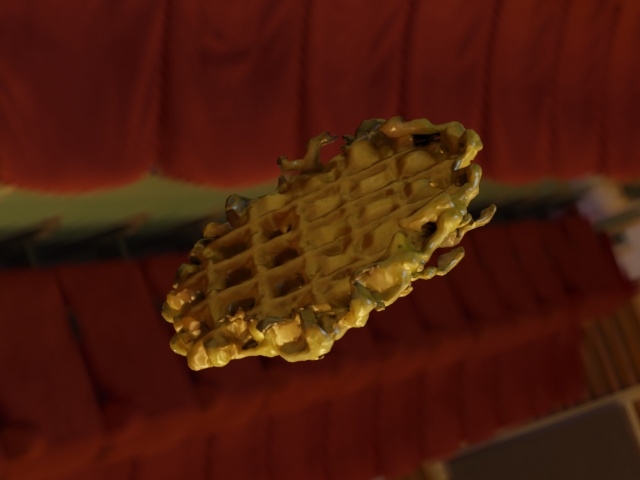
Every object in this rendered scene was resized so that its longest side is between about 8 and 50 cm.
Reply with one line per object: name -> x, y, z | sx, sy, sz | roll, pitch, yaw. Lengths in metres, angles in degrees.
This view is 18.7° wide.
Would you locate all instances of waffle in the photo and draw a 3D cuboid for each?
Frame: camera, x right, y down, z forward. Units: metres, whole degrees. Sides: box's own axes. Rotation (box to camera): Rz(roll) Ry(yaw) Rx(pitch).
waffle -> -0.001, -0.002, 1.534 | 0.262, 0.060, 0.280 | 3, -134, 43
